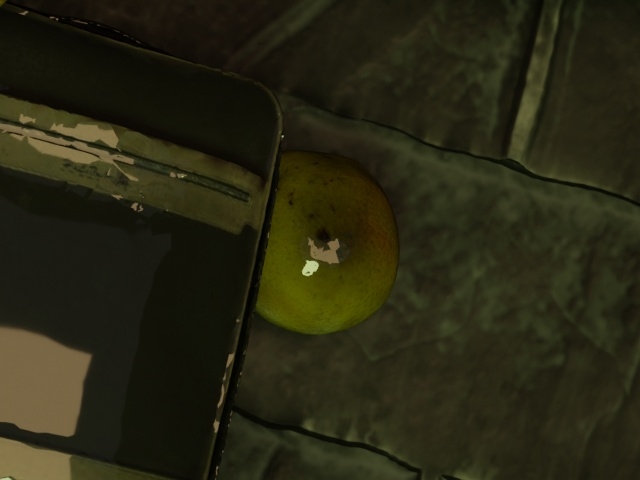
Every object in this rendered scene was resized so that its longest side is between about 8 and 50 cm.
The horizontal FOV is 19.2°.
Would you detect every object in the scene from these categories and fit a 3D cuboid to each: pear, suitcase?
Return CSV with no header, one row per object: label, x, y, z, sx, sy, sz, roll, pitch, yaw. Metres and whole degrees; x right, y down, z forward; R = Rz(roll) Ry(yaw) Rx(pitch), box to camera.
pear,0.000,0.000,1.387,0.141,0.104,0.141,0,91,-19
suitcase,-0.197,0.056,1.259,0.283,0.194,0.433,16,75,-15

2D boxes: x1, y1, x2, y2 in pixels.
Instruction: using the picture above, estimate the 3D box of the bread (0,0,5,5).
bread,-0.254,-0.166,1.168,0.271,0.077,0.139,-46,73,4
